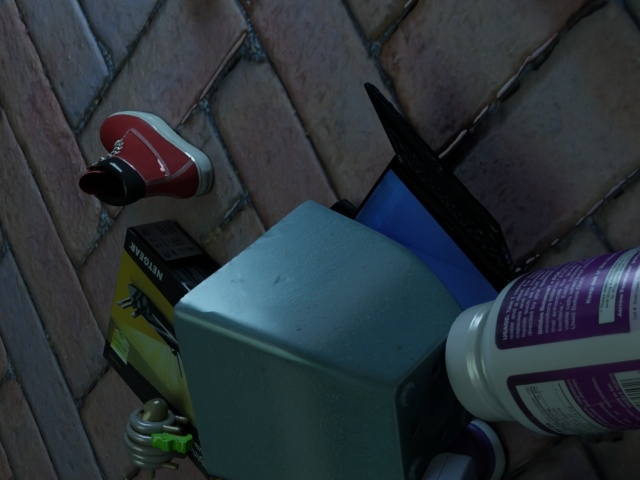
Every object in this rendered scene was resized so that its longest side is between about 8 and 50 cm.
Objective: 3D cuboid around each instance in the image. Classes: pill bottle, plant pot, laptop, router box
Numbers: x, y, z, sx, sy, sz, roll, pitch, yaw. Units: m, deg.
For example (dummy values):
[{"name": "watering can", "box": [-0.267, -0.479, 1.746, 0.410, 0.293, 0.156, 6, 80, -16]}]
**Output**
[{"name": "pill bottle", "box": [0.266, 0.101, 1.266, 0.301, 0.169, 0.169, -16, 86, 51]}, {"name": "plant pot", "box": [0.028, 0.143, 1.443, 0.252, 0.248, 0.247, 18, 131, 34]}, {"name": "laptop", "box": [0.098, -0.003, 1.458, 0.234, 0.136, 0.264, 51, 178, 27]}, {"name": "router box", "box": [-0.189, 0.154, 1.895, 0.309, 0.081, 0.243, 41, 129, 37]}]

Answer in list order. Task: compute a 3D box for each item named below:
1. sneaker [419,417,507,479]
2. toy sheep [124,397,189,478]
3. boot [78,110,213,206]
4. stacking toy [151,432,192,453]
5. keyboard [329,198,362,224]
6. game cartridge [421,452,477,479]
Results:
[{"name": "sneaker", "box": [0.100, 0.319, 1.552, 0.107, 0.124, 0.283, 51, 133, 30]}, {"name": "toy sheep", "box": [-0.234, 0.281, 1.852, 0.091, 0.091, 0.132, 27, 117, 44]}, {"name": "boot", "box": [-0.293, -0.119, 1.883, 0.244, 0.176, 0.088, 31, 123, 44]}, {"name": "stacking toy", "box": [-0.126, 0.352, 1.809, 0.221, 0.052, 0.167, 7, 108, 11]}, {"name": "keyboard", "box": [0.000, 0.000, 1.681, 0.100, 0.038, 0.192, 49, 136, -1]}, {"name": "game cartridge", "box": [0.124, 0.374, 1.311, 0.060, 0.196, 0.294, 3, 113, 24]}]
